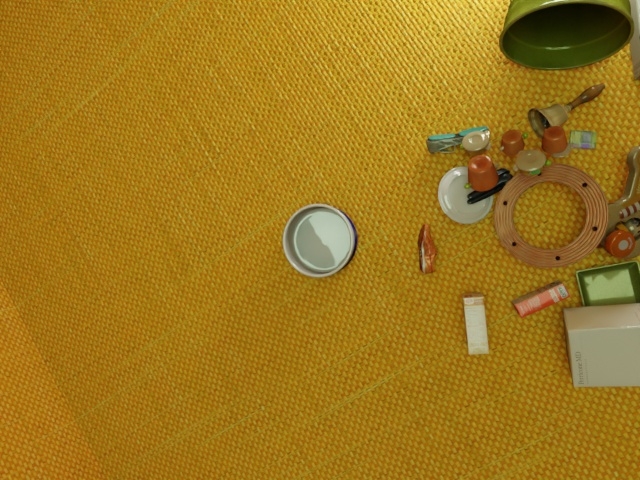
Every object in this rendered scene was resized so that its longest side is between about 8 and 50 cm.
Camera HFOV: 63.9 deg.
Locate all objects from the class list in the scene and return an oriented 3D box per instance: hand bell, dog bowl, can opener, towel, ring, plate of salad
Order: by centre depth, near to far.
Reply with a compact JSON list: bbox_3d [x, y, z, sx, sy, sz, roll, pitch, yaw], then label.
[{"bbox_3d":[0.732,-0.080,1.644,0.336,0.032,0.337,0,89,32],"label":"ring"},{"bbox_3d":[0.818,-0.437,1.668,0.242,0.126,0.126,-31,83,1],"label":"hand bell"},{"bbox_3d":[0.864,-0.332,1.691,0.083,0.009,0.060,5,92,14],"label":"towel"},{"bbox_3d":[0.573,-0.174,1.731,0.186,0.059,0.073,-33,39,-7],"label":"can opener"},{"bbox_3d":[0.496,-0.155,1.764,0.199,0.048,0.200,1,84,-7],"label":"plate of salad"},{"bbox_3d":[0.000,0.000,1.880,0.264,0.104,0.265,0,91,14],"label":"dog bowl"}]

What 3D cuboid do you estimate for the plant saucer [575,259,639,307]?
[{"bbox_3d":[0.942,0.171,1.662,0.188,0.045,0.188,-13,88,15],"label":"plant saucer"}]

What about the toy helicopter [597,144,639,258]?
[{"bbox_3d":[0.986,-0.115,1.592,0.234,0.140,0.355,2,104,-7],"label":"toy helicopter"}]

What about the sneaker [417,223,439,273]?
[{"bbox_3d":[0.381,0.028,1.810,0.067,0.064,0.175,-4,95,-5],"label":"sneaker"}]

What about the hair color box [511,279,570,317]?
[{"bbox_3d":[0.726,0.193,1.696,0.167,0.093,0.053,-29,85,14],"label":"hair color box"}]

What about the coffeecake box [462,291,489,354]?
[{"bbox_3d":[0.520,0.274,1.726,0.068,0.142,0.186,-5,89,15],"label":"coffeecake box"}]

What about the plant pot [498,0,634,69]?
[{"bbox_3d":[0.750,-0.772,1.565,0.366,0.366,0.353,5,80,15],"label":"plant pot"}]

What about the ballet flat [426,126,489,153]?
[{"bbox_3d":[0.476,-0.343,1.775,0.213,0.072,0.068,-8,116,16],"label":"ballet flat"}]

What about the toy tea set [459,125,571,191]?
[{"bbox_3d":[0.617,-0.255,1.641,0.336,0.124,0.200,-1,57,24],"label":"toy tea set"}]

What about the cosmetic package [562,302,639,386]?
[{"bbox_3d":[0.957,0.316,1.559,0.384,0.156,0.217,-10,107,21],"label":"cosmetic package"}]

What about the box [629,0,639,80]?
[{"bbox_3d":[1.034,-0.652,1.595,0.113,0.094,0.275,-8,90,15],"label":"box"}]
